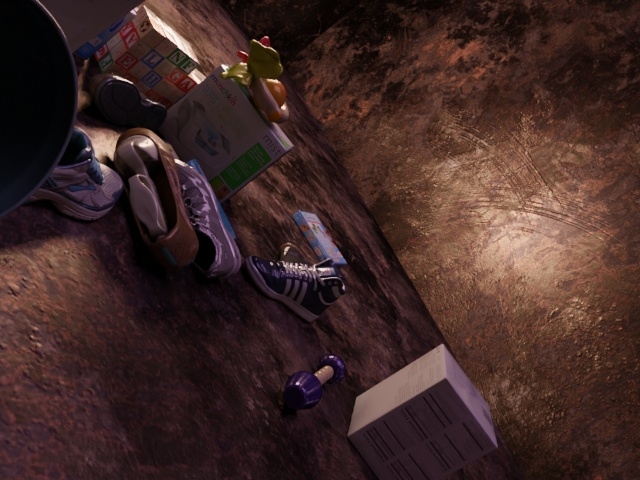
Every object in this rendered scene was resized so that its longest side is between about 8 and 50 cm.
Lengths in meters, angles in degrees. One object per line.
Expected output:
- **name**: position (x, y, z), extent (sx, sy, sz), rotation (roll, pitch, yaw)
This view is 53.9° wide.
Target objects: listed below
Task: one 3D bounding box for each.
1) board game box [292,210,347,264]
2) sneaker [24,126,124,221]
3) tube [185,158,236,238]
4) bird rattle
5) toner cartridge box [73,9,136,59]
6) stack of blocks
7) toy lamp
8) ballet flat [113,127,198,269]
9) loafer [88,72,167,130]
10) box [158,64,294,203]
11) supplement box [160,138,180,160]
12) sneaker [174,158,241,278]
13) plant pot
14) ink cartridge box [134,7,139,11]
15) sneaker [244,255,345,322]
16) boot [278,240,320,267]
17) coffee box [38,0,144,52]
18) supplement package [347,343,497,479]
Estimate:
- **board game box**: position (0.000, 0.000, 2.123), extent (0.212, 0.039, 0.160), rotation (57, 15, 13)
- **sneaker**: position (-0.383, -0.109, 0.975), extent (0.110, 0.122, 0.283), rotation (57, 14, 11)
- **tube**: position (-0.263, -0.090, 1.482), extent (0.207, 0.052, 0.080), rotation (59, 19, -1)
- **bird rattle**: position (-0.145, -0.375, 1.522), extent (0.207, 0.143, 0.253), rotation (63, 4, -11)
- **toner cartridge box**: position (-0.561, -0.598, 1.456), extent (0.075, 0.165, 0.348), rotation (27, 31, -61)
- **stack of blocks**: position (-0.393, -0.428, 1.588), extent (0.297, 0.171, 0.087), rotation (31, 27, -58)
- **toy lamp**: position (-0.012, 0.295, 1.323), extent (0.080, 0.080, 0.274), rotation (56, 13, 7)
- **ballet flat**: position (-0.323, -0.103, 1.165), extent (0.124, 0.116, 0.342), rotation (59, 7, -65)
- **loafer**: position (-0.435, -0.306, 1.378), extent (0.084, 0.096, 0.267), rotation (37, 4, 13)
- **box**: position (-0.238, -0.266, 1.590), extent (0.262, 0.231, 0.127), rotation (53, 14, -7)
- **supplement box**: position (-0.350, -0.172, 1.362), extent (0.083, 0.056, 0.083), rotation (57, 15, 12)
- **sneaker**: position (-0.258, -0.048, 1.268), extent (0.281, 0.105, 0.115), rotation (55, 14, 2)
- **plant pot**: position (-0.448, -0.174, 0.681), extent (0.196, 0.293, 0.293), rotation (32, 4, 25)
- **ink cartridge box**: position (-0.498, -0.559, 1.783), extent (0.239, 0.060, 0.275), rotation (55, 15, 7)
- **sneaker**: position (-0.050, 0.085, 1.531), extent (0.282, 0.153, 0.099), rotation (41, 19, -42)
- **boot**: position (-0.043, 0.103, 1.708), extent (0.198, 0.077, 0.137), rotation (37, 22, -12)
- **coffee box**: position (-0.511, -0.475, 0.917), extent (0.334, 0.338, 0.337), rotation (63, 15, 10)
- **supplement package**: position (0.232, 0.415, 1.447), extent (0.198, 0.262, 0.199), rotation (54, 14, -4)
